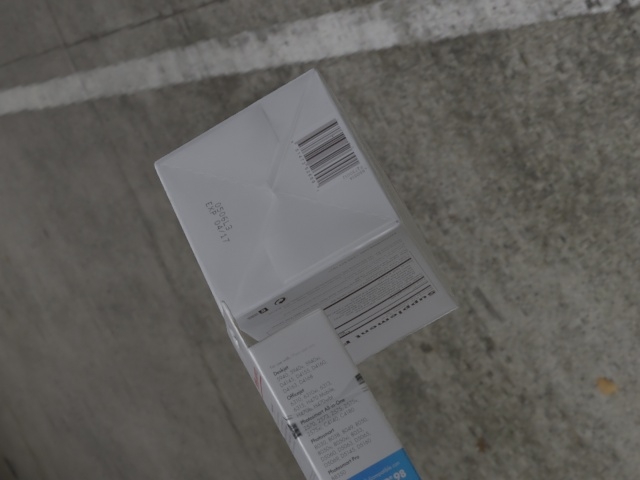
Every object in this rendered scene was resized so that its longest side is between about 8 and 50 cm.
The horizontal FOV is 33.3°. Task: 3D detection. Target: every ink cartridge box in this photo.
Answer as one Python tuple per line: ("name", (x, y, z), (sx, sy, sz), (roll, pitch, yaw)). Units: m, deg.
("ink cartridge box", (0.000, 0.116, 0.742), (0.180, 0.060, 0.104), (60, 169, 14))

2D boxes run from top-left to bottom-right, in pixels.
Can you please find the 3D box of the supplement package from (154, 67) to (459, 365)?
("supplement package", (0.000, 0.000, 1.045), (0.177, 0.175, 0.293), (62, -174, 23))
